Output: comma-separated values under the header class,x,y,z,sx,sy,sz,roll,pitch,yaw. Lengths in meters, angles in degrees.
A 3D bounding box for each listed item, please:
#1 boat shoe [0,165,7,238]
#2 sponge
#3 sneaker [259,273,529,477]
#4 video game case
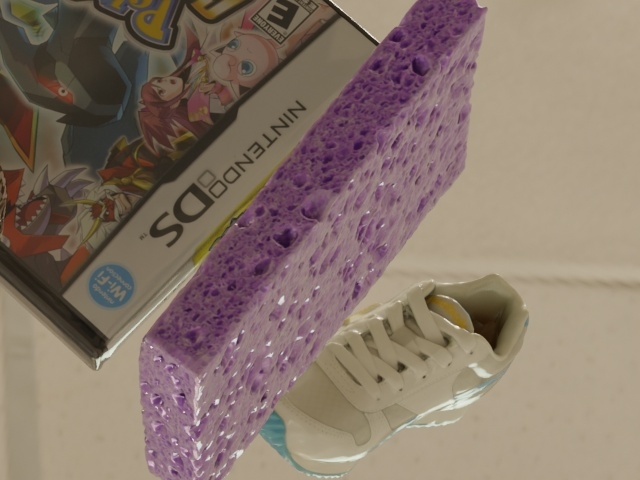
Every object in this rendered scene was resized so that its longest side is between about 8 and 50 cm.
class,x,y,z,sx,sy,sz,roll,pitch,yaw
boat shoe,-0.208,0.041,0.746,0.095,0.257,0.095,36,-143,5
sponge,0.000,0.000,0.763,0.031,0.117,0.210,30,-119,16
sneaker,0.038,0.070,1.112,0.087,0.092,0.229,48,-148,17
video game case,-0.140,-0.106,1.075,0.275,0.035,0.248,42,-107,7
